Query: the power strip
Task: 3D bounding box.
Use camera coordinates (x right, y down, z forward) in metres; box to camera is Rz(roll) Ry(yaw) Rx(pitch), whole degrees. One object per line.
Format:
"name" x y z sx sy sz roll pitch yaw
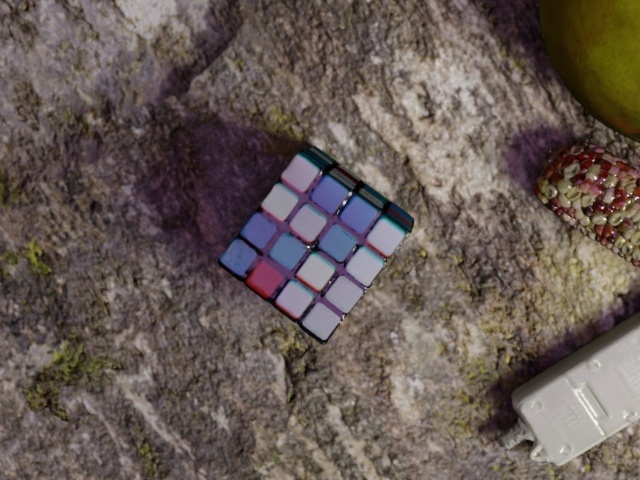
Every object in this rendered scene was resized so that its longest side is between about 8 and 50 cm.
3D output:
"power strip" 0.350 0.149 1.314 0.338 0.058 0.098 -34 94 8

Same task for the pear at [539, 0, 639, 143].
"pear" 0.356 -0.242 1.169 0.269 0.269 0.321 -23 113 8

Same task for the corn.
"corn" 0.358 -0.012 1.248 0.280 0.092 0.092 36 100 17

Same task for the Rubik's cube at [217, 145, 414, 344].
"Rubik's cube" 0.000 0.000 1.277 0.151 0.154 0.155 38 98 0
